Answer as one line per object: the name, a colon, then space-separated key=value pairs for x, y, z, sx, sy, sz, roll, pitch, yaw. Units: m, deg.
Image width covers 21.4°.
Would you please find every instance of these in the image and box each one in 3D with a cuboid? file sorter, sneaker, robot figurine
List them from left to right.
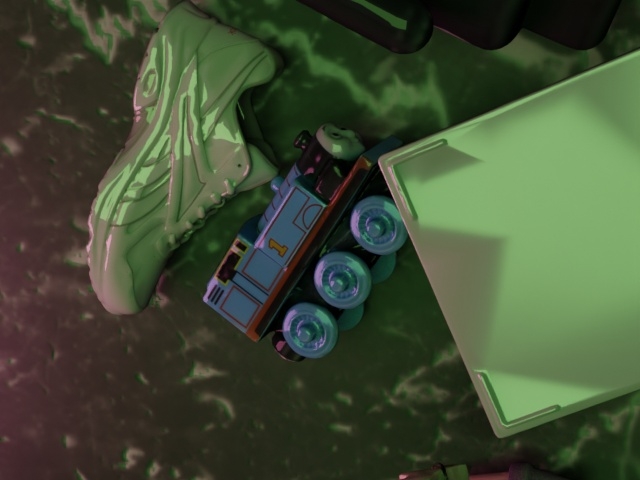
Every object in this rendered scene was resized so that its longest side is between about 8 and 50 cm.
sneaker: x=-0.091 y=-0.045 z=1.203 sx=0.115 sy=0.090 sz=0.232 roll=20 pitch=104 yaw=5
robot figurine: x=0.076 y=-0.231 z=1.085 sx=0.278 sy=0.209 sz=0.174 roll=27 pitch=117 yaw=7
file sorter: x=0.214 y=-0.028 z=1.090 sx=0.277 sy=0.173 sz=0.193 roll=-22 pitch=95 yaw=16

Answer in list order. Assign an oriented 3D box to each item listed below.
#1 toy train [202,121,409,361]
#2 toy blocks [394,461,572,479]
toy train: x=0.000 y=0.000 z=1.182 sx=0.105 sy=0.080 sz=0.184 roll=36 pitch=118 yaw=7
toy blocks: x=0.205 y=0.278 z=1.088 sx=0.260 sy=0.288 sz=0.309 roll=-8 pitch=95 yaw=20
